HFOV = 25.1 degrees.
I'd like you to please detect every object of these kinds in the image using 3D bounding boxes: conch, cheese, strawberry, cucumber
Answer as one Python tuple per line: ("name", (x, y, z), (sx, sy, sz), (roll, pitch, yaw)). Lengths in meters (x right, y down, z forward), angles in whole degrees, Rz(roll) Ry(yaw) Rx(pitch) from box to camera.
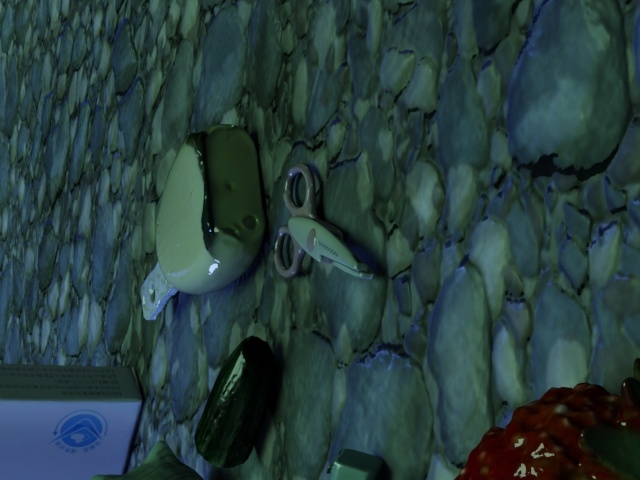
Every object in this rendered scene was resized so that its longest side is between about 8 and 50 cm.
("conch", (-0.141, 0.224, 1.146), (0.234, 0.137, 0.114), (150, 104, -70))
("cheese", (-0.114, 0.006, 1.222), (0.251, 0.054, 0.127), (131, 136, -56))
("strawberry", (0.091, 0.150, 0.668), (0.228, 0.098, 0.174), (149, 122, -61))
("cucumber", (-0.060, 0.119, 1.091), (0.105, 0.048, 0.048), (-68, 29, 27))

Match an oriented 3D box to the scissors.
("scissors", (0.000, 0.000, 0.997), (0.176, 0.022, 0.085), (-143, 63, -66))

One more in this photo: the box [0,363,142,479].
("box", (-0.361, 0.211, 1.394), (0.065, 0.343, 0.200), (-118, 39, -51))

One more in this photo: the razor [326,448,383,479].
("razor", (-0.008, 0.265, 0.947), (0.277, 0.056, 0.111), (-71, -12, 19))
